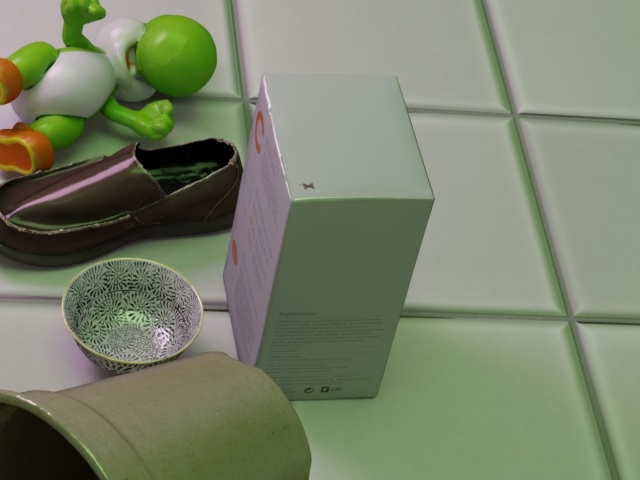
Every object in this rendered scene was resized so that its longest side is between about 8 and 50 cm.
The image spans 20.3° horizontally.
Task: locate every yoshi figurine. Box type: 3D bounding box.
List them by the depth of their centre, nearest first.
[{"bbox_3d":[-0.279,-0.223,2.395,0.203,0.203,0.362,40,46,20],"label":"yoshi figurine"}]

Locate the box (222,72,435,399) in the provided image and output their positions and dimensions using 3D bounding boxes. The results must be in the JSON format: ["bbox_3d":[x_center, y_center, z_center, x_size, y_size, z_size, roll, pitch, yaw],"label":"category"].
[{"bbox_3d":[0.000,0.000,2.124,0.168,0.345,0.215,-1,46,-14],"label":"box"}]

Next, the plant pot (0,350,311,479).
[{"bbox_3d":[-0.185,0.266,1.865,0.334,0.334,0.305,40,38,25],"label":"plant pot"}]

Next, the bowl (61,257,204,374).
[{"bbox_3d":[-0.228,0.108,2.150,0.170,0.080,0.170,7,44,-7],"label":"bowl"}]

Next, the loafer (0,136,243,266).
[{"bbox_3d":[-0.262,-0.072,2.287,0.366,0.130,0.134,-13,50,-25],"label":"loafer"}]
